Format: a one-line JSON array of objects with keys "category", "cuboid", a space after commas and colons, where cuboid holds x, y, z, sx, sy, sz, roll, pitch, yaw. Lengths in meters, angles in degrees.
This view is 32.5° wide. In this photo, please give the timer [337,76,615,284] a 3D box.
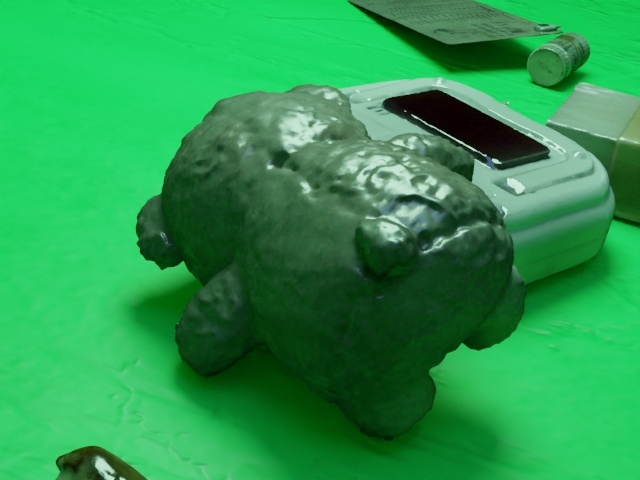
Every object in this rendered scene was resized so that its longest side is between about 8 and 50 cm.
[{"category": "timer", "cuboid": [0.098, -0.057, 0.906, 0.237, 0.087, 0.262, -18, 39, -38]}]

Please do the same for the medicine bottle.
[{"category": "medicine bottle", "cuboid": [0.273, -0.208, 1.256, 0.047, 0.047, 0.083, 23, 32, 25]}]

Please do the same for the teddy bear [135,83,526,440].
[{"category": "teddy bear", "cuboid": [0.000, 0.000, 0.716, 0.236, 0.151, 0.267, -39, 38, -18]}]

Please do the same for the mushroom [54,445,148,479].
[{"category": "mushroom", "cuboid": [-0.186, 0.176, 0.438, 0.312, 0.081, 0.100, -21, 37, -34]}]

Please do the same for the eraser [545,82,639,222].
[{"category": "eraser", "cuboid": [0.373, -0.052, 0.976, 0.343, 0.078, 0.144, 18, 30, 18]}]

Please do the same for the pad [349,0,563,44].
[{"category": "pad", "cuboid": [0.158, -0.279, 1.348, 0.159, 0.009, 0.265, -10, 26, -22]}]
